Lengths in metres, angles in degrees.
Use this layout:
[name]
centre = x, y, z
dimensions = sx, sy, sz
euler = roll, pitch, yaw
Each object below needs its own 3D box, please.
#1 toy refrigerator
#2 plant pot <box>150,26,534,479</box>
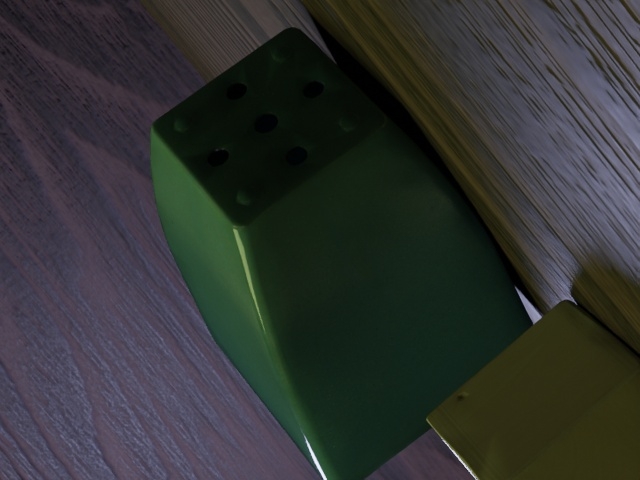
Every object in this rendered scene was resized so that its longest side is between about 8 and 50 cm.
[toy refrigerator]
centre = 0.177, 0.163, 0.932
dimensions = 0.269, 0.102, 0.094
euler = 50, 178, -31
[plant pot]
centre = 0.000, 0.000, 1.027
dimensions = 0.165, 0.165, 0.234
euler = 48, 171, 38
